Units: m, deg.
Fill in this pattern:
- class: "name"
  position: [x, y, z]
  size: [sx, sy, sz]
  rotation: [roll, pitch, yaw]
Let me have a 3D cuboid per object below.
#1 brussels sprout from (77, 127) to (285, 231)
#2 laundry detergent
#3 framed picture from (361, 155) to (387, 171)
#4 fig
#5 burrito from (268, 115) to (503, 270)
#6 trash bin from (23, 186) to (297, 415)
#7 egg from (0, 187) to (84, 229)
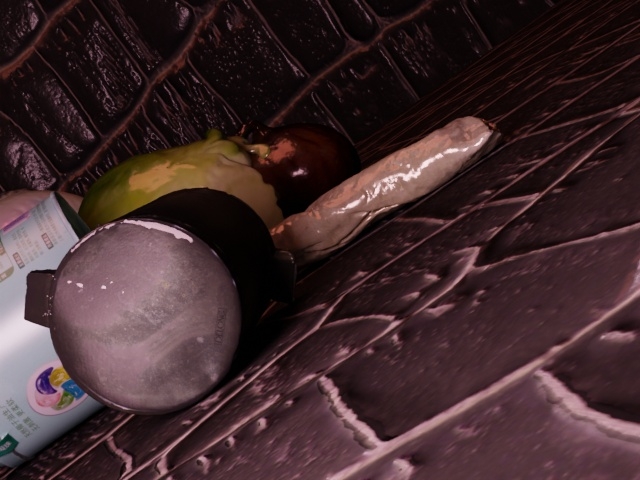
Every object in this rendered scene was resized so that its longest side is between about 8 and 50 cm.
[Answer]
- class: "brussels sprout"
  position: [-0.212, -0.009, 2.041]
  size: [0.314, 0.276, 0.371]
  rotation: [-20, -3, -26]
- class: "laundry detergent"
  position: [-0.404, 0.133, 1.781]
  size: [0.305, 0.287, 0.287]
  rotation: [-35, 5, -3]
- class: "framed picture"
  position: [-0.003, -0.069, 2.619]
  size: [0.213, 0.016, 0.289]
  rotation: [-30, 7, 38]
- class: "fig"
  position: [-0.040, -0.118, 2.342]
  size: [0.235, 0.214, 0.235]
  rotation: [-14, -10, -3]
- class: "burrito"
  position: [0.068, -0.056, 1.755]
  size: [0.392, 0.076, 0.117]
  rotation: [-31, -1, 17]
- class: "trash bin"
  position: [-0.164, 0.053, 1.460]
  size: [0.252, 0.203, 0.301]
  rotation: [6, 10, 5]
- class: "egg"
  position: [-0.459, 0.098, 2.327]
  size: [0.354, 0.354, 0.340]
  rotation: [-37, 29, -22]
